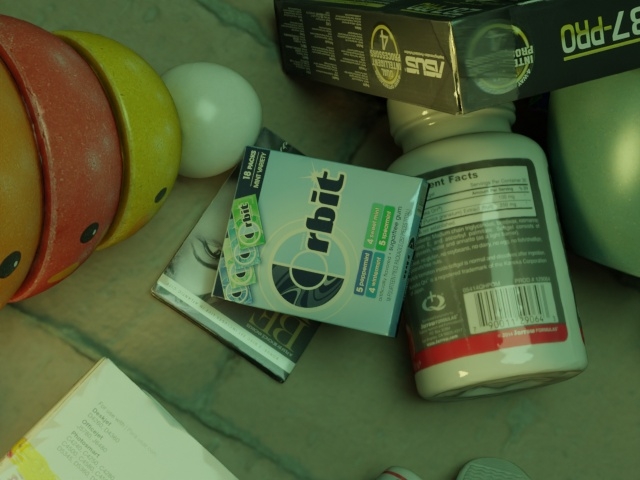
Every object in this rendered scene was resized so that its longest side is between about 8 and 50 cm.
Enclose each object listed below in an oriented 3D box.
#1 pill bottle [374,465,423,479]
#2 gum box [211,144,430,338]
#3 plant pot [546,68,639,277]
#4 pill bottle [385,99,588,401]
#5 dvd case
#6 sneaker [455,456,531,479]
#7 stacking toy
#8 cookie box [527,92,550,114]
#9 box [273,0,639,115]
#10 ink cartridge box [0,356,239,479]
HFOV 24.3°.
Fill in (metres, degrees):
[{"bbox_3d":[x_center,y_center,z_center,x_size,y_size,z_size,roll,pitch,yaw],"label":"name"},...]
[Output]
[{"bbox_3d":[0.045,0.300,1.438,0.160,0.087,0.087,-40,89,-23],"label":"pill bottle"},{"bbox_3d":[0.000,0.000,1.452,0.184,0.041,0.157,12,87,17],"label":"gum box"},{"bbox_3d":[0.355,-0.058,1.533,0.290,0.290,0.195,17,95,-13],"label":"plant pot"},{"bbox_3d":[0.158,-0.005,1.516,0.176,0.176,0.318,-5,76,-19],"label":"pill bottle"},{"bbox_3d":[-0.049,0.012,1.530,0.164,0.018,0.221,35,67,-5],"label":"dvd case"},{"bbox_3d":[0.171,0.345,1.471,0.094,0.151,0.256,3,39,-6],"label":"sneaker"},{"bbox_3d":[-0.246,-0.091,1.376,0.480,0.350,0.350,-16,80,-37],"label":"stacking toy"},{"bbox_3d":[0.288,-0.192,1.685,0.092,0.040,0.107,14,70,-14],"label":"cookie box"},{"bbox_3d":[0.173,-0.221,1.470,0.318,0.395,0.097,-14,107,-22],"label":"box"},{"bbox_3d":[-0.222,0.275,1.300,0.197,0.198,0.270,43,67,-2],"label":"ink cartridge box"}]
